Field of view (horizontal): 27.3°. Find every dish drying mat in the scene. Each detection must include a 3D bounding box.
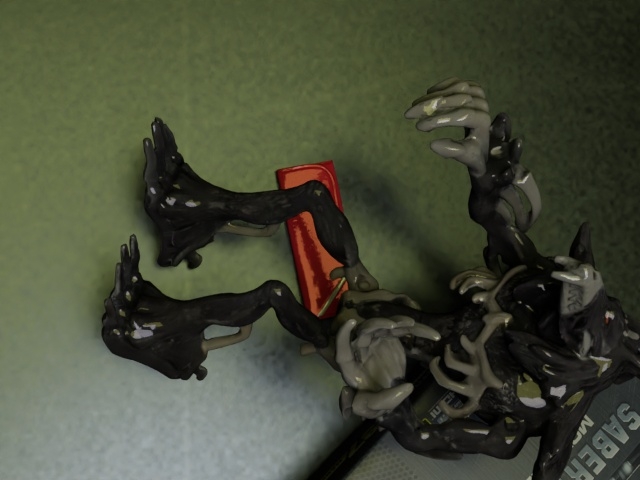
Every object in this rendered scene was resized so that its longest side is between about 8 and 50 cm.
[{"bbox_3d":[0.000,0.000,0.706,0.032,0.008,0.083,-11,88,-11],"label":"dish drying mat"}]

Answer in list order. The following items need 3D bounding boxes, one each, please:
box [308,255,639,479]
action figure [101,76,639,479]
[{"bbox_3d":[0.098,0.152,0.690,0.232,0.059,0.183,-44,96,-12],"label":"box"},{"bbox_3d":[0.040,0.023,0.607,0.275,0.141,0.164,9,58,10],"label":"action figure"}]
